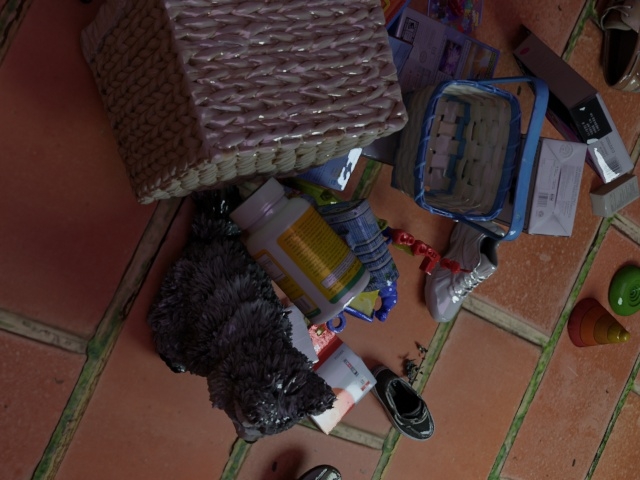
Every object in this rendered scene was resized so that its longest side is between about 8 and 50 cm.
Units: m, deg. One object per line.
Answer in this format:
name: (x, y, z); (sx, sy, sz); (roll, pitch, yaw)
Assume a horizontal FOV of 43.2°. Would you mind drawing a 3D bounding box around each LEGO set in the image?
LEGO set: (0.189, 0.252, 1.637); (0.083, 0.023, 0.054); (-52, 126, -27)

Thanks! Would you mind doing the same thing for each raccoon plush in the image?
raccoon plush: (-0.132, 0.088, 1.224); (0.216, 0.299, 0.446); (-22, 112, -26)

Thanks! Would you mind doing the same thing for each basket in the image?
basket: (0.253, -0.152, 1.341); (0.201, 0.289, 0.255); (6, 102, -24)
basket: (-0.111, -0.223, 1.112); (0.328, 0.331, 0.266); (-14, 90, -31)

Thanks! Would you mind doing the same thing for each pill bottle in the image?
pill bottle: (-0.034, 0.012, 1.190); (0.117, 0.117, 0.208); (-44, 98, -16)

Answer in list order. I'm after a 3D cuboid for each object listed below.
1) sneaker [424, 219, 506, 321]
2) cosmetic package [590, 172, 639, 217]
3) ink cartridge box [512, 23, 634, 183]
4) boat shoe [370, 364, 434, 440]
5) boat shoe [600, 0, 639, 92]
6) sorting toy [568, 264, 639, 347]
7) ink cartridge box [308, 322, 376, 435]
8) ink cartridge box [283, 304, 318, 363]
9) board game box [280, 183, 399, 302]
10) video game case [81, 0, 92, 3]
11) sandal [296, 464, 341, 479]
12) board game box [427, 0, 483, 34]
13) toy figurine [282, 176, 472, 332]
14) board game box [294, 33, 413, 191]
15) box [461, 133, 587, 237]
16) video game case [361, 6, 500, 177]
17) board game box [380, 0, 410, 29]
sneaker: (0.288, 0.059, 1.592); (0.090, 0.115, 0.232); (25, 87, -34)
cosmetic package: (0.670, -0.103, 1.840); (0.115, 0.041, 0.060); (-27, 115, -24)
ink cartridge box: (0.451, -0.266, 1.509); (0.069, 0.371, 0.176); (-31, 121, 13)
boat shoe: (0.173, 0.337, 1.613); (0.078, 0.070, 0.219); (-48, 121, -14)
boat shoe: (0.657, -0.471, 1.701); (0.116, 0.123, 0.324); (-11, 106, -28)
sorting toy: (0.751, 0.144, 1.901); (0.365, 0.126, 0.127); (-32, 116, -22)
ink cartridge box: (0.009, 0.252, 1.507); (0.145, 0.045, 0.179); (-44, 123, -17)
ink cartridge box: (-0.052, 0.176, 1.453); (0.063, 0.029, 0.115); (-23, 98, -26)
board game box: (0.000, 0.000, 1.283); (0.060, 0.194, 0.194); (-50, 122, -44)
video game case: (-0.356, -0.511, 1.100); (0.275, 0.035, 0.248); (38, 80, -32)
sandal: (-0.050, 0.503, 1.524); (0.090, 0.060, 0.219); (32, 98, -28)
board game box: (0.265, -0.464, 1.504); (0.133, 0.033, 0.169); (-1, 103, -32)
toy figurine: (0.058, 0.061, 1.414); (0.362, 0.191, 0.217); (27, 91, -33)
board game box: (0.031, -0.222, 1.348); (0.145, 0.027, 0.281); (14, 115, -27)
box: (0.357, -0.116, 1.484); (0.087, 0.290, 0.169); (4, 99, -17)
video game case: (0.191, -0.260, 1.488); (0.244, 0.061, 0.270); (15, 94, -33)
board game box: (0.040, -0.500, 1.321); (0.302, 0.086, 0.308); (44, 77, -32)
